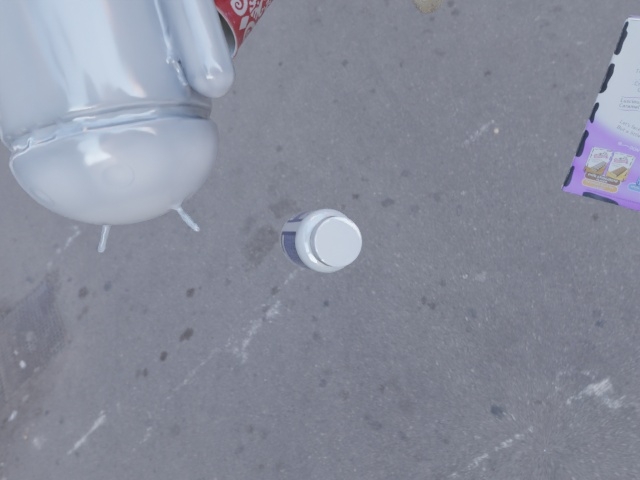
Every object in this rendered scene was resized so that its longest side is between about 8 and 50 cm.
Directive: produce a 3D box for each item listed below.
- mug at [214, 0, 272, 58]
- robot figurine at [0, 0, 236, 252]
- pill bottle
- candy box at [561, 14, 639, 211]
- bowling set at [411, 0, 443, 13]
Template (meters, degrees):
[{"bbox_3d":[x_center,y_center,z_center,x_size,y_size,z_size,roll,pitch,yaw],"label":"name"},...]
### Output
[{"bbox_3d":[-0.123,-0.378,0.711,0.150,0.113,0.169,-10,44,53],"label":"mug"},{"bbox_3d":[-0.219,-0.168,0.467,0.299,0.199,0.354,-8,99,29],"label":"robot figurine"},{"bbox_3d":[0.000,0.000,0.506,0.067,0.067,0.120,-59,15,-8],"label":"pill bottle"},{"bbox_3d":[0.388,-0.131,0.515,0.164,0.197,0.070,22,35,24],"label":"candy box"},{"bbox_3d":[0.154,-0.404,0.473,0.199,0.287,0.154,-16,66,7],"label":"bowling set"}]
